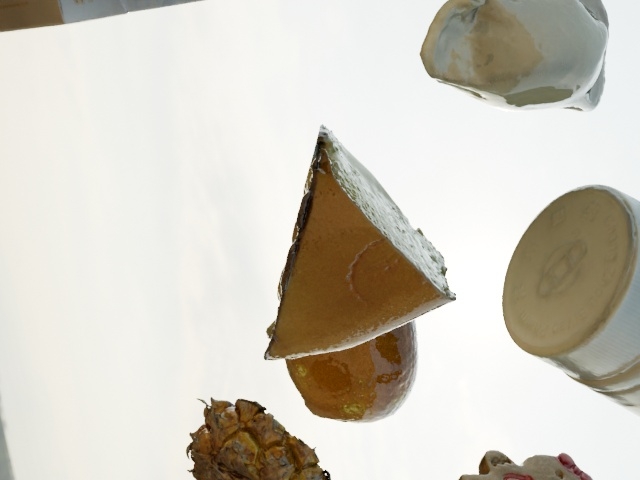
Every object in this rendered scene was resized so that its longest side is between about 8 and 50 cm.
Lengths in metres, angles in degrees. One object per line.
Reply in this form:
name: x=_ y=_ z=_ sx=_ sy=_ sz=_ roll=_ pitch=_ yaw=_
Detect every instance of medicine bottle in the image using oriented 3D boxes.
medicine bottle: x=0.362 y=0.093 z=1.121 sx=0.190 sy=0.332 sz=0.190 roll=-43 pitch=-149 yaw=33

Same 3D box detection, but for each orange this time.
orange: x=0.036 y=0.116 z=1.419 sx=0.158 sy=0.179 sz=0.237 roll=87 pitch=-2 yaw=-57

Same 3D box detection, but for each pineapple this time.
pineapple: x=-0.073 y=0.276 z=1.234 sx=0.225 sy=0.076 sz=0.224 roll=25 pitch=-45 yaw=27

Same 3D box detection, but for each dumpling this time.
dumpling: x=0.183 y=-0.187 z=0.945 sx=0.124 sy=0.229 sz=0.151 roll=24 pitch=-71 yaw=46

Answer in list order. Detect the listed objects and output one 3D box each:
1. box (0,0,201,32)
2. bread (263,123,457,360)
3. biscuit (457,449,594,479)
box: x=-0.189 y=-0.239 z=0.994 sx=0.149 sy=0.233 sz=0.067 roll=3 pitch=-72 yaw=44
bread: x=0.000 y=0.000 z=0.879 sx=0.160 sy=0.169 sz=0.140 roll=62 pitch=12 yaw=-17
biscuit: x=0.253 y=0.311 z=1.254 sx=0.036 sy=0.226 sz=0.166 roll=-55 pitch=-131 yaw=36
